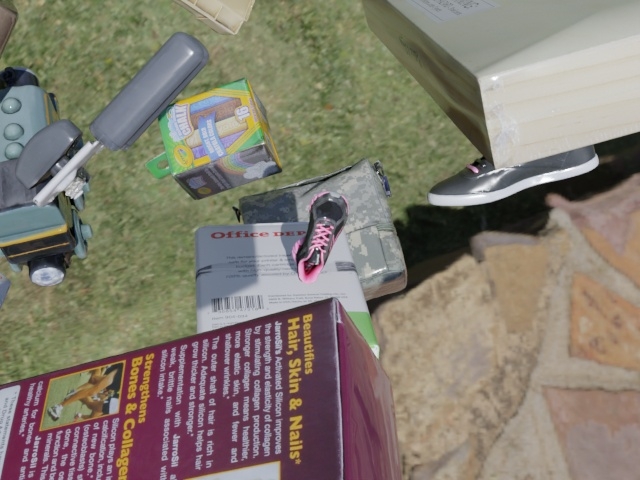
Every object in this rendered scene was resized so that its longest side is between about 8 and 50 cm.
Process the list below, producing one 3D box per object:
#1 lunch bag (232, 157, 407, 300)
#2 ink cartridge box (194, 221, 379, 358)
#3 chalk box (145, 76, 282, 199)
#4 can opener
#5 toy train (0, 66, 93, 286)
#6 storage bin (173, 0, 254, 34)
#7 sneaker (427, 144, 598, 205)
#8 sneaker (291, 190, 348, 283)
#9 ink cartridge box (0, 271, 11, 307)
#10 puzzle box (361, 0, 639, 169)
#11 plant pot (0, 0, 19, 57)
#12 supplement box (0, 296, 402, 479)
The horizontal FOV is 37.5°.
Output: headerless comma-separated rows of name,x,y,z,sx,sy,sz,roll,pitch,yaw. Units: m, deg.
lunch bag,0.004,-0.002,1.802,0.305,0.212,0.256,-16,78,4
ink cartridge box,-0.052,0.093,1.149,0.198,0.273,0.115,-2,121,-7
chalk box,-0.193,-0.162,1.605,0.213,0.132,0.132,-17,70,5
can opener,-0.251,-0.145,1.114,0.280,0.074,0.093,-41,95,8
toy train,-0.423,-0.101,1.389,0.142,0.190,0.334,-11,57,-6
storage bin,-0.247,-0.598,1.953,0.262,0.123,0.260,26,80,-44
sneaker,0.306,-0.155,1.564,0.295,0.104,0.147,-17,109,-2
sneaker,0.000,0.000,1.043,0.047,0.119,0.057,15,39,-8
ink cartridge box,-0.586,0.053,1.506,0.063,0.150,0.109,-61,157,15
puzzle box,0.186,-0.167,0.634,0.272,0.409,0.052,-16,114,1
plant pot,-0.503,-0.244,1.171,0.263,0.263,0.229,42,96,-20
supplement box,-0.063,0.108,0.410,0.081,0.188,0.104,58,23,-47
